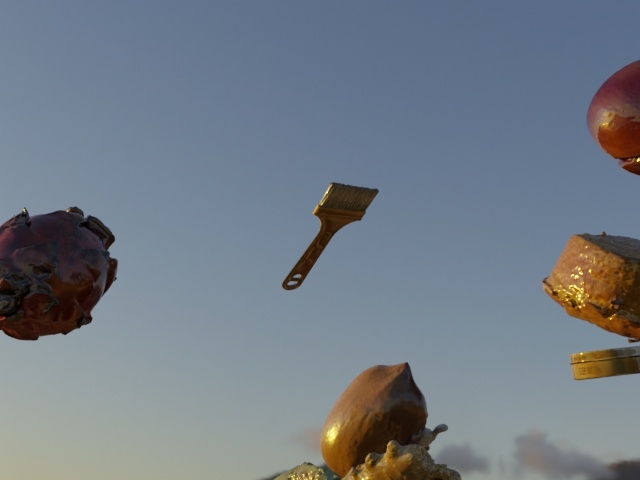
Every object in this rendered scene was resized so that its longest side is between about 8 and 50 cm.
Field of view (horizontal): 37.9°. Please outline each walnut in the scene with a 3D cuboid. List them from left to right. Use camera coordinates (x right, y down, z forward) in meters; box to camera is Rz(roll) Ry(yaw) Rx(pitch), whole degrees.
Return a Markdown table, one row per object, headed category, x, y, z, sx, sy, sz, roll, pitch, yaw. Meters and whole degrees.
| category | x | y | z | sx | sy | sz | roll | pitch | yaw |
| --- | --- | --- | --- | --- | --- | --- | --- | --- | --- |
| walnut | 0.121 | 0.388 | 1.977 | 0.203 | 0.297 | 0.203 | 24 | 18 | -8 |

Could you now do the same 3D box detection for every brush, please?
| category | x | y | z | sx | sy | sz | roll | pitch | yaw |
| --- | --- | --- | --- | --- | --- | --- | --- | --- | --- |
| brush | 0.000 | 0.000 | 1.670 | 0.103 | 0.013 | 0.272 | 6 | -46 | -34 |

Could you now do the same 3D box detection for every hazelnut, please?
| category | x | y | z | sx | sy | sz | roll | pitch | yaw |
| --- | --- | --- | --- | --- | --- | --- | --- | --- | --- |
| hazelnut | 0.557 | -0.200 | 1.566 | 0.208 | 0.208 | 0.208 | 5 | -19 | 2 |

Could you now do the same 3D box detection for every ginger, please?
| category | x | y | z | sx | sy | sz | roll | pitch | yaw |
| --- | --- | --- | --- | --- | --- | --- | --- | --- | --- |
| ginger | 0.112 | 0.371 | 1.471 | 0.206 | 0.081 | 0.115 | -14 | -29 | 20 |

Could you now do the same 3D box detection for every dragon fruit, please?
| category | x | y | z | sx | sy | sz | roll | pitch | yaw |
| --- | --- | --- | --- | --- | --- | --- | --- | --- | --- |
| dragon fruit | -0.522 | 0.061 | 1.762 | 0.250 | 0.315 | 0.250 | 7 | -39 | 6 |

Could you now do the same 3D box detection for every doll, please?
| category | x | y | z | sx | sy | sz | roll | pitch | yaw |
| --- | --- | --- | --- | --- | --- | --- | --- | --- | --- |
| doll | 0.229 | 0.443 | 2.167 | 0.135 | 0.113 | 0.071 | -4 | 18 | 8 |

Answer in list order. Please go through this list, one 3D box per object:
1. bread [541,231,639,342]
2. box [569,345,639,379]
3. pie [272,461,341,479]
| category | x | y | z | sx | sy | sz | roll | pitch | yaw |
| --- | --- | --- | --- | --- | --- | --- | --- | --- | --- |
| bread | 0.701 | 0.102 | 2.105 | 0.358 | 0.204 | 0.337 | 9 | 18 | -31 |
| box | 0.393 | 0.167 | 1.268 | 0.106 | 0.037 | 0.105 | -6 | -9 | -1 |
| pie | -0.053 | 0.579 | 1.829 | 0.303 | 0.302 | 0.067 | -12 | -31 | 41 |
